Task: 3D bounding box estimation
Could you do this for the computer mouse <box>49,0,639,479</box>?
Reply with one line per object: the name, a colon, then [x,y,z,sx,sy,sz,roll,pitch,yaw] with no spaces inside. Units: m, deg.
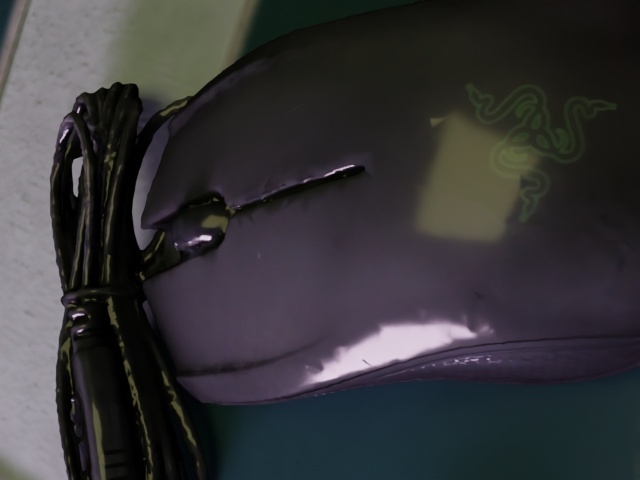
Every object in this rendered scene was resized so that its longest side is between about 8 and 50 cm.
computer mouse: [0.000,0.000,0.388,0.272,0.072,0.188,-17,72,32]
